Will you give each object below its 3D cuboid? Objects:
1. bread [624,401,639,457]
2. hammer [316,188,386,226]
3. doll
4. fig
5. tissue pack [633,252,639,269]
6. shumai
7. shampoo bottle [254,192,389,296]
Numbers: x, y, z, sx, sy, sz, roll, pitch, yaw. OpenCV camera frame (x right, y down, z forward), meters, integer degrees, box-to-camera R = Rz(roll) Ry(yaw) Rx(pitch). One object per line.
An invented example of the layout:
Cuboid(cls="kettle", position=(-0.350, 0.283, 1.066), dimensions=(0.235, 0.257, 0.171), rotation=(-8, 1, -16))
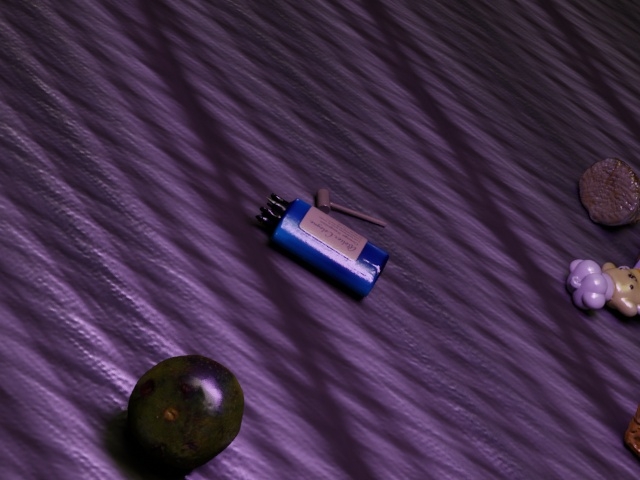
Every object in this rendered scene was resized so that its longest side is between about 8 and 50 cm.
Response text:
Cuboid(cls="bread", position=(0.496, 0.224, 1.847), dimensions=(0.083, 0.114, 0.211), rotation=(31, 36, 26))
Cuboid(cls="hammer", position=(0.044, -0.039, 1.913), dimensions=(0.110, 0.019, 0.035), rotation=(21, 39, -20))
Cuboid(cls="doll", position=(0.435, 0.071, 2.008), dimensions=(0.162, 0.062, 0.106), rotation=(6, 40, -26))
Cuboid(cls="fig", position=(-0.139, 0.186, 1.496), dimensions=(0.123, 0.123, 0.156), rotation=(41, 1, 13))
Cuboid(cls="tissue pack", position=(0.551, -0.009, 2.132), dimensions=(0.060, 0.108, 0.148), rotation=(33, 38, 5))
Cuboid(cls="shumai", position=(0.482, -0.072, 2.178), dimensions=(0.087, 0.099, 0.124), rotation=(16, 40, -43))
Cuboid(cls="shampoo bottle", position=(0.000, 0.000, 1.811), dimensions=(0.183, 0.050, 0.087), rotation=(31, 42, 1))
